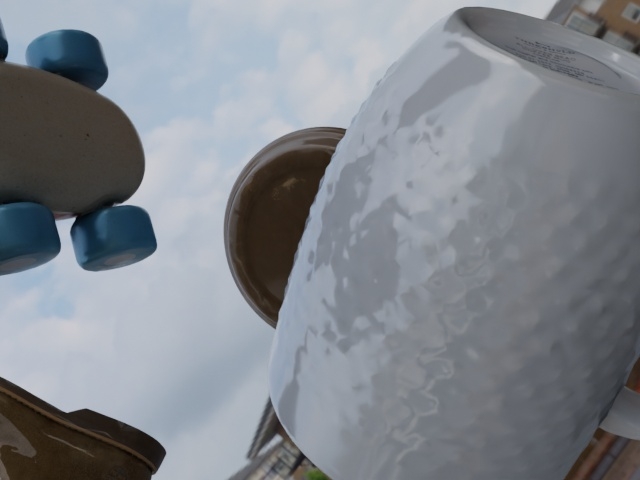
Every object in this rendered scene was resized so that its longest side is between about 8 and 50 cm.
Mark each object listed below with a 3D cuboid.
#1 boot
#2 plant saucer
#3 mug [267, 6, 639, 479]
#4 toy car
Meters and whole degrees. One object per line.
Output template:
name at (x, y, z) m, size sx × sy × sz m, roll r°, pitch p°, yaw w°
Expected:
boot at (-0.322, 0.213, 0.737) m, size 0.112 × 0.305 × 0.115 m, roll 92°, pitch -162°, yaw -55°
plant saucer at (0.000, 0.000, 0.887) m, size 0.278 × 0.278 × 0.041 m, roll -59°, pitch -12°, yaw 17°
mug at (0.168, 0.025, 0.555) m, size 0.276 × 0.374 × 0.328 m, roll -49°, pitch -21°, yaw -57°
toy car at (-0.307, -0.053, 0.665) m, size 0.238 × 0.219 × 0.210 m, roll -25°, pitch -12°, yaw 29°
